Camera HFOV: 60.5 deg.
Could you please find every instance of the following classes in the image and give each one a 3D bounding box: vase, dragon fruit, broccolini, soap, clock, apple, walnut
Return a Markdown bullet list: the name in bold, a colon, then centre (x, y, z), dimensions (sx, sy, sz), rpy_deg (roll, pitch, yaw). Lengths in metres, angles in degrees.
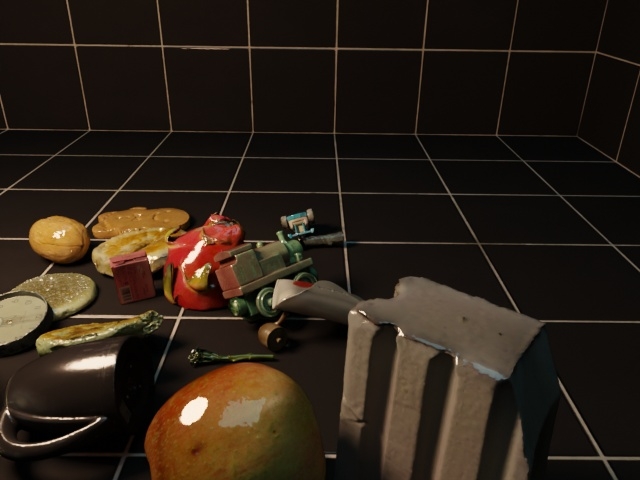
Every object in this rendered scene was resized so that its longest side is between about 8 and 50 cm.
- **vase**: centre (0.000, 0.000, 1.987), dimensions (0.167, 0.059, 0.059), rpy_deg (-4, 27, -9)
- **dragon fruit**: centre (-0.346, 0.051, 1.693), dimensions (0.306, 0.225, 0.305), rpy_deg (2, 28, -1)
- **broccolini**: centre (-0.229, 0.304, 1.407), dimensions (0.218, 0.044, 0.042), rpy_deg (5, 11, -3)
- **soap**: centre (0.216, 0.322, 0.935), dimensions (0.351, 0.434, 0.213), rpy_deg (18, 26, 37)
- **clock**: centre (-0.844, 0.220, 1.488), dimensions (0.215, 0.041, 0.214), rpy_deg (-1, 39, 1)
- **apple**: centre (-0.155, 0.377, 0.936), dimensions (0.277, 0.318, 0.319), rpy_deg (-15, 30, -31)
- **walnut**: centre (-0.879, -0.002, 1.857), dimensions (0.197, 0.165, 0.165), rpy_deg (19, 31, 16)

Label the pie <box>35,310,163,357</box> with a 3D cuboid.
- **pie**: centre (-0.551, 0.235, 1.373), dimensions (0.303, 0.066, 0.302), rpy_deg (-11, -1, 0)

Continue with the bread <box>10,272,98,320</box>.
- **bread**: centre (-0.812, 0.165, 1.654), dimensions (0.267, 0.040, 0.267), rpy_deg (0, 26, 0)

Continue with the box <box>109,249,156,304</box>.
- **box**: centre (-0.562, 0.110, 1.645), dimensions (0.112, 0.156, 0.060), rpy_deg (-12, 36, -21)

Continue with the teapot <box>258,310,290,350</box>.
- **teapot**: centre (-0.113, 0.238, 1.468), dimensions (0.085, 0.110, 0.080), rpy_deg (30, -7, -41)

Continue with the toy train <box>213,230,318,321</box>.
- **toy train**: centre (-0.146, 0.100, 1.582), dimensions (0.305, 0.221, 0.150), rpy_deg (-21, 1, -39)

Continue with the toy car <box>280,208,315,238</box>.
- **toy car**: centre (-0.075, -0.050, 2.070), dimensions (0.126, 0.098, 0.161), rpy_deg (-13, -12, 2)

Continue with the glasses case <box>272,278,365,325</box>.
- **glasses case**: centre (0.021, 0.164, 1.500), dimensions (0.308, 0.083, 0.128), rpy_deg (16, 30, -22)

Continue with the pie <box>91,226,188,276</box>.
- **pie**: centre (-0.603, 0.035, 1.874), dimensions (0.340, 0.077, 0.339), rpy_deg (-8, 25, 4)

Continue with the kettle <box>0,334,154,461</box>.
- **kettle**: centre (-0.530, 0.337, 1.149), dimensions (0.291, 0.207, 0.268), rpy_deg (-6, 32, 2)

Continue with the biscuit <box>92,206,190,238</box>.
- **biscuit**: centre (-0.688, -0.072, 2.122), dimensions (0.356, 0.052, 0.275), rpy_deg (-2, 27, -5)
